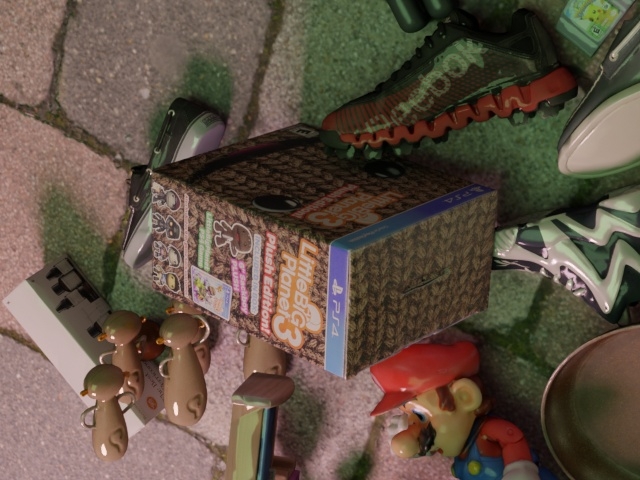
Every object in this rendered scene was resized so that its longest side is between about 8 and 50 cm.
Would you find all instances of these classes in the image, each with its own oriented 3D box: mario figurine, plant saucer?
[{"bbox_3d":[0.164,0.258,1.688,0.320,0.170,0.198,47,125,0],"label":"mario figurine"},{"bbox_3d":[0.391,0.191,1.574,0.310,0.050,0.311,10,130,12],"label":"plant saucer"}]

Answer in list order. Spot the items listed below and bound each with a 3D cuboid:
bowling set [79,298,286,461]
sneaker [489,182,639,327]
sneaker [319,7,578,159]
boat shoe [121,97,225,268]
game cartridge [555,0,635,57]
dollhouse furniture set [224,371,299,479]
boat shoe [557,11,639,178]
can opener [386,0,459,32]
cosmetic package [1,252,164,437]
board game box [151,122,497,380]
[{"bbox_3d":[-0.199,0.123,1.804,0.200,0.287,0.154,34,136,43],"label":"bowling set"},{"bbox_3d":[0.273,0.039,1.581,0.235,0.094,0.153,-17,94,21],"label":"sneaker"},{"bbox_3d":[0.122,-0.167,1.552,0.276,0.097,0.135,-15,97,14],"label":"sneaker"},{"bbox_3d":[-0.195,-0.071,1.782,0.076,0.080,0.228,38,122,15],"label":"boat shoe"},{"bbox_3d":[0.278,-0.234,1.511,0.056,0.017,0.083,41,123,10],"label":"game cartridge"},{"bbox_3d":[0.056,0.273,1.724,0.303,0.286,0.198,8,97,7],"label":"dollhouse furniture set"},{"bbox_3d":[0.343,-0.183,1.472,0.319,0.116,0.099,-49,42,40],"label":"boat shoe"},{"bbox_3d":[0.049,-0.346,1.540,0.074,0.093,0.280,-22,105,31],"label":"can opener"},{"bbox_3d":[-0.292,0.138,1.905,0.060,0.099,0.239,-38,92,34],"label":"cosmetic package"},{"bbox_3d":[0.000,0.000,1.576,0.291,0.232,0.141,22,121,38],"label":"board game box"}]
